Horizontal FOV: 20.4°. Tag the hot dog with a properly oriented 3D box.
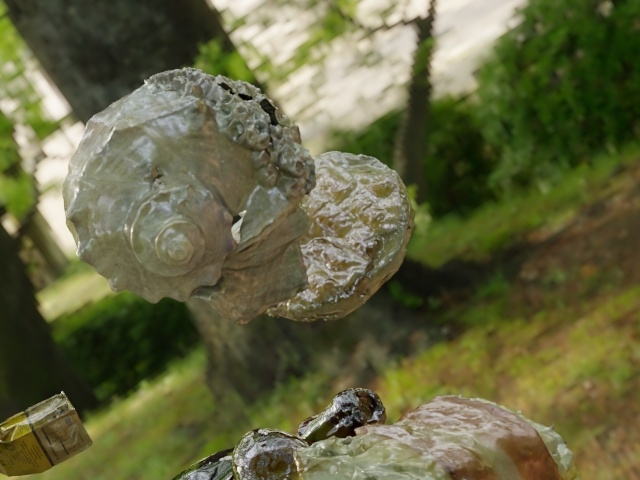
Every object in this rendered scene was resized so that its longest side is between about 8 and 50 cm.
[{"bbox_3d":[0.080,0.176,1.228,0.213,0.103,0.146,-12,23,-36],"label":"hot dog"}]

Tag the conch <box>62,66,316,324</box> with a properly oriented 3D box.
[{"bbox_3d":[-0.085,-0.036,1.203,0.163,0.178,0.245,-26,25,2],"label":"conch"}]

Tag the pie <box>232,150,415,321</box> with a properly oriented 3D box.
[{"bbox_3d":[0.000,0.000,1.678,0.195,0.046,0.195,-14,48,16],"label":"pie"}]

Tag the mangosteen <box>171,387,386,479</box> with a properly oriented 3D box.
[{"bbox_3d":[-0.039,0.298,1.582,0.297,0.293,0.297,-13,32,8],"label":"mangosteen"}]

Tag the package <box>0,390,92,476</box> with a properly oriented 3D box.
[{"bbox_3d":[-0.344,0.238,2.108,0.131,0.071,0.047,-25,43,-8],"label":"package"}]
